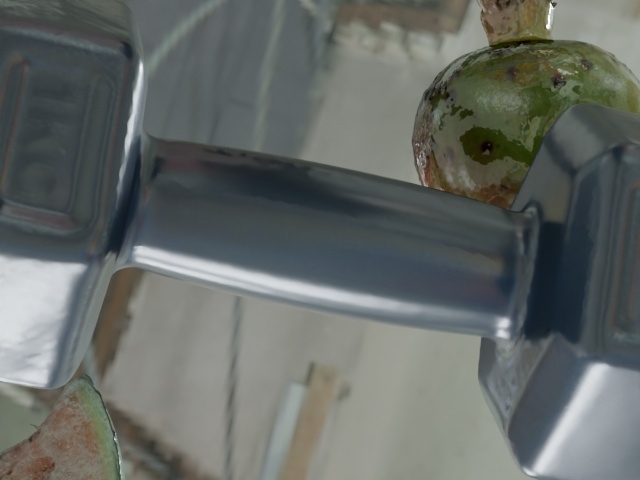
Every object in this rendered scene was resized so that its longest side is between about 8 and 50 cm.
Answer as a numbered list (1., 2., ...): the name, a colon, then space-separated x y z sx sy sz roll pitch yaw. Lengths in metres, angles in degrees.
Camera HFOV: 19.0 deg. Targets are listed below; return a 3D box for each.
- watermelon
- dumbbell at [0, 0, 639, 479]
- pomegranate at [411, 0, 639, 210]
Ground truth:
1. watermelon: -0.204 0.197 1.422 0.071 0.139 0.187 47 43 -72
2. dumbbell: 0.000 0.000 0.746 0.156 0.316 0.143 -110 -147 -72
3. pomegranate: 0.105 -0.052 0.959 0.130 0.130 0.130 -42 -140 48
